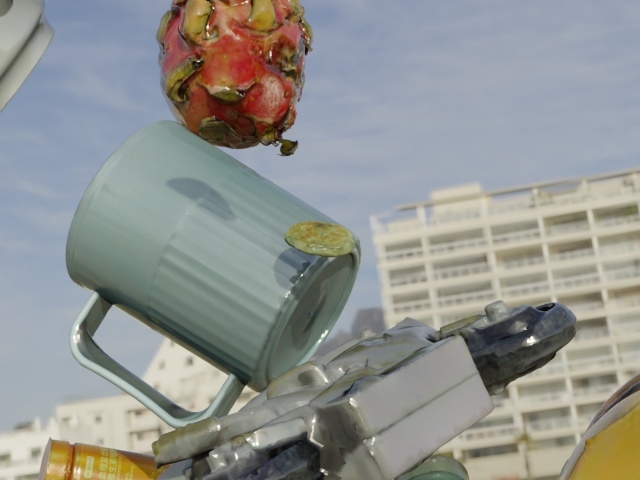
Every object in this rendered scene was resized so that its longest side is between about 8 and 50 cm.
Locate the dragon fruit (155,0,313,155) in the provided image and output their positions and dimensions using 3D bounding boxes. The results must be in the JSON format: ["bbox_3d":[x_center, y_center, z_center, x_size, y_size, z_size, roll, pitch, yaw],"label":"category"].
[{"bbox_3d":[-0.135,-0.292,1.762,0.250,0.269,0.291,10,-47,-2],"label":"dragon fruit"}]

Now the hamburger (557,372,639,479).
[{"bbox_3d":[0.431,0.288,1.148,0.395,0.396,0.277,-12,-2,21],"label":"hamburger"}]

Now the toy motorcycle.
[{"bbox_3d":[0.011,0.087,0.541,0.225,0.073,0.152,-24,-2,-33],"label":"toy motorcycle"}]

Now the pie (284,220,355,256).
[{"bbox_3d":[-0.001,0.000,1.291,0.084,0.021,0.084,4,23,-2],"label":"pie"}]

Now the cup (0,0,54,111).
[{"bbox_3d":[-0.499,-0.310,1.402,0.327,0.237,0.322,38,-43,-21],"label":"cup"}]

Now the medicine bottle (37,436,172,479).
[{"bbox_3d":[-0.310,0.350,1.653,0.191,0.096,0.096,14,-18,-16],"label":"medicine bottle"}]

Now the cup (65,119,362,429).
[{"bbox_3d":[-0.152,0.045,1.479,0.331,0.311,0.257,-47,-22,-36],"label":"cup"}]

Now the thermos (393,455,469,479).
[{"bbox_3d":[0.114,0.288,1.010,0.083,0.188,0.073,22,-57,-19],"label":"thermos"}]
